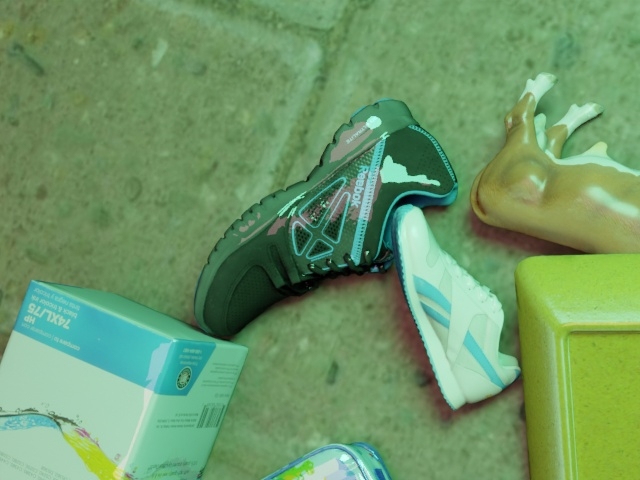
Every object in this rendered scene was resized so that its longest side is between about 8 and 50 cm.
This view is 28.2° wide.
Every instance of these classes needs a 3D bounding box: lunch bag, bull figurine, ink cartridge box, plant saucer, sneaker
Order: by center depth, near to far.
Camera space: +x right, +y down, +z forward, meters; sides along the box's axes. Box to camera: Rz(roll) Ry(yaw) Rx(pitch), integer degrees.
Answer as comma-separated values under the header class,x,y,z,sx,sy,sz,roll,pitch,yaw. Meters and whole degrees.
class,x,y,z,sx,sy,sz,roll,pitch,yaw
plant saucer,0.354,0.180,1.226,0.333,0.081,0.333,-2,100,20
bull figurine,0.313,-0.046,1.315,0.310,0.101,0.188,19,83,16
sneaker,0.138,0.062,1.351,0.092,0.087,0.228,-21,104,3
lunch bag,0.022,0.338,1.377,0.176,0.090,0.219,-32,73,15
sneaker,0.000,0.000,1.412,0.341,0.125,0.139,-45,72,11
ink cartridge box,-0.245,0.209,1.437,0.197,0.198,0.270,20,90,21
